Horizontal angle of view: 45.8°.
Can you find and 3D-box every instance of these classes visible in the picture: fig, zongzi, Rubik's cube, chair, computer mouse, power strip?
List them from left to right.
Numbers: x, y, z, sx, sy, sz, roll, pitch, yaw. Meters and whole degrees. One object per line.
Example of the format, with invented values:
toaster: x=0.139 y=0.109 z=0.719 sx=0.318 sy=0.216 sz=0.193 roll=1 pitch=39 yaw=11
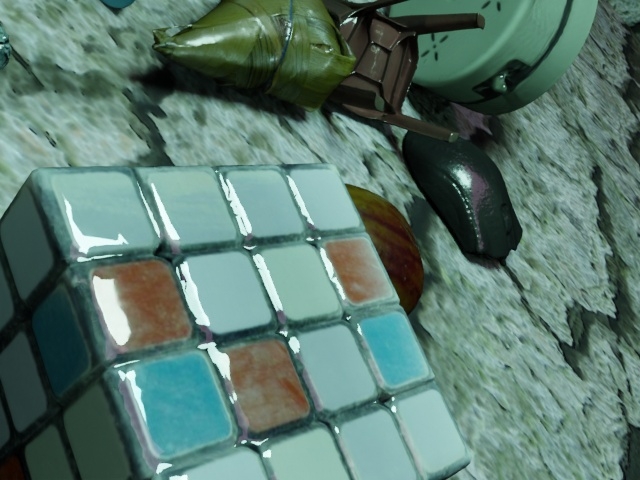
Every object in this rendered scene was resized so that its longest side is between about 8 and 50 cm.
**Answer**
Rubik's cube: x=-0.098 y=0.113 z=0.542 sx=0.259 sy=0.256 sz=0.253 roll=-8 pitch=67 yaw=-47
zongzi: x=-0.115 y=-0.303 z=0.975 sx=0.289 sy=0.123 sz=0.260 roll=5 pitch=53 yaw=-39
fig: x=-0.002 y=0.002 z=0.807 sx=0.274 sy=0.146 sz=0.170 roll=30 pitch=40 yaw=-47
chair: x=0.068 y=-0.280 z=1.144 sx=0.176 sy=0.183 sz=0.326 roll=16 pitch=6 yaw=-36
computer mouse: x=0.233 y=-0.082 z=1.180 sx=0.147 sy=0.088 sz=0.264 roll=-25 pitch=83 yaw=-49
power strip: x=0.279 y=-0.379 z=1.258 sx=0.161 sy=0.357 sz=0.357 roll=16 pitch=50 yaw=-35

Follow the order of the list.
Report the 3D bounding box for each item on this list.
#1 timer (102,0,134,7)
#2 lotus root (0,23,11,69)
timer: x=-0.255 y=-0.415 z=0.829 sx=0.250 sy=0.232 sz=0.091 roll=36 pitch=43 yaw=-18
lotus root: x=-0.410 y=-0.215 z=0.594 sx=0.322 sy=0.140 sz=0.158 roll=37 pitch=15 yaw=-28
